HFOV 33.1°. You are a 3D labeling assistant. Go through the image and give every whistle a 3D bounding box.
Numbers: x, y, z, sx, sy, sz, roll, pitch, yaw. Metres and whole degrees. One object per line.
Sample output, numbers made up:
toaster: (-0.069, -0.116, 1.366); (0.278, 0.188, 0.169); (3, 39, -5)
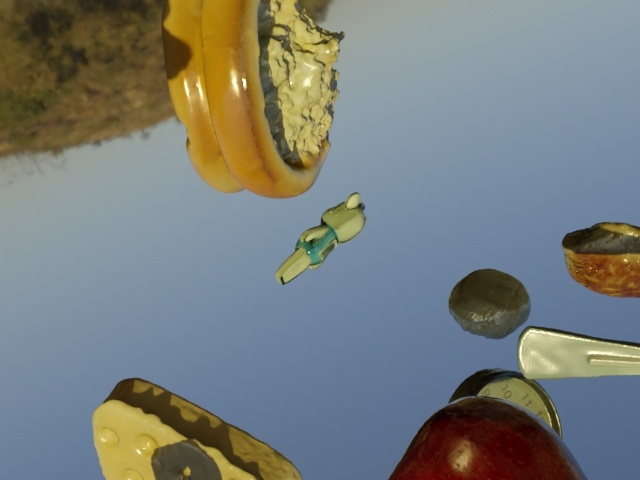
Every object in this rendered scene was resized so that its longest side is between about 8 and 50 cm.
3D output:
whistle: (0.000, 0.000, 2.108); (0.236, 0.114, 0.077); (-41, -123, -18)

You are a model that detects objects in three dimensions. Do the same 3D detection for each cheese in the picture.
cheese: (-0.261, 0.399, 1.897); (0.384, 0.383, 0.104); (-17, -162, 30)

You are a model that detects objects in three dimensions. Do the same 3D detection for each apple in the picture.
apple: (0.232, 0.376, 1.474); (0.288, 0.288, 0.317); (-30, -125, -24)

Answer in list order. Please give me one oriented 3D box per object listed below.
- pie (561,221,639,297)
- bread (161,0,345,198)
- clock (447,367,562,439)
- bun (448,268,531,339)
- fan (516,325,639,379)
pie: (0.407, 0.025, 1.391); (0.194, 0.078, 0.163); (10, 161, 7)
bread: (-0.116, -0.282, 1.861); (0.245, 0.423, 0.329); (11, -143, 39)
clock: (0.351, 0.384, 2.055); (0.281, 0.280, 0.055); (-32, -168, -32)
bun: (0.344, 0.137, 2.209); (0.188, 0.164, 0.111); (-48, 162, -56)
fan: (0.339, 0.115, 1.073); (0.282, 0.057, 0.023); (0, -170, 10)
